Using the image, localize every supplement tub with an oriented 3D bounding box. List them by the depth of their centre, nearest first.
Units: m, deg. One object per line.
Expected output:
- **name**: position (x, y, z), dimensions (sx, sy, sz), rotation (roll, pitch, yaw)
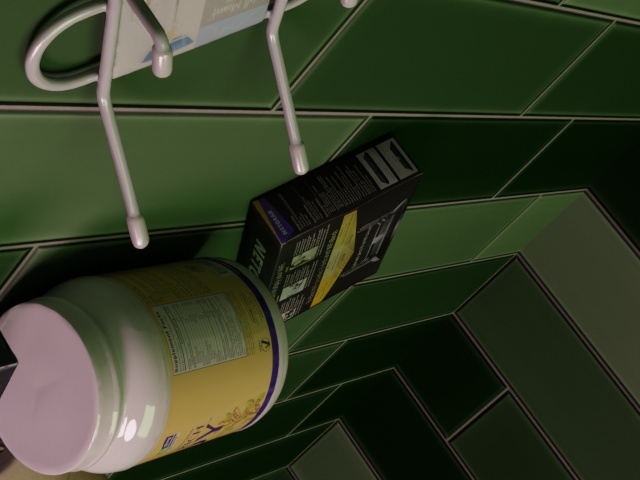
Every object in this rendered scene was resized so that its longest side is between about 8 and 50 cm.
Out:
- **supplement tub**: position (-0.225, 0.154, 1.511), dimensions (0.331, 0.241, 0.241), rotation (-10, 148, -52)

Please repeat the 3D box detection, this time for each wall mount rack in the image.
- **wall mount rack**: position (-0.101, -0.155, 1.158), dimensions (0.350, 0.130, 0.304), rotation (-25, 159, -26)

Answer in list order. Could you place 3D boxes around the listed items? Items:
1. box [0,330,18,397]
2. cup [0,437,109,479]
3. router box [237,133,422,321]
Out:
- **box**: position (-0.423, 0.136, 1.269), dimensions (0.108, 0.153, 0.207), rotation (-18, 153, -41)
- **cup**: position (-0.432, 0.337, 1.555), dimensions (0.331, 0.331, 0.237), rotation (-27, 135, -24)
- **router box**: position (0.000, 0.000, 1.773), dimensions (0.243, 0.081, 0.309), rotation (-27, 159, -24)
